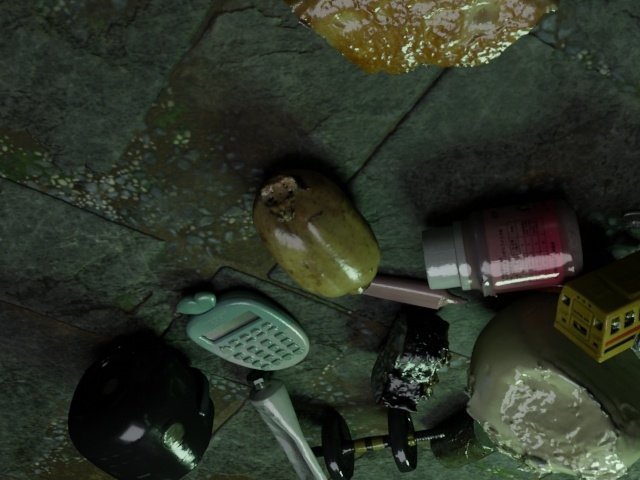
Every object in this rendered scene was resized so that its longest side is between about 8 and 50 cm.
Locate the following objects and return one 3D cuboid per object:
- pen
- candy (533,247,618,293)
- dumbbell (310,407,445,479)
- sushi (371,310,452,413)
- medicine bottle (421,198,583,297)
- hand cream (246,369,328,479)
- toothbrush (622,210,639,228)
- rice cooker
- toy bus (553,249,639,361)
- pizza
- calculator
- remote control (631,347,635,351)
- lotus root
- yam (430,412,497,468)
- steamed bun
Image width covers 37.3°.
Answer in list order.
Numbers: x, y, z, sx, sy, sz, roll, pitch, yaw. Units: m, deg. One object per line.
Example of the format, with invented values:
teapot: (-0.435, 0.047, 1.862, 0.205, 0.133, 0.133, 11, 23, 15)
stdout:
pen: (0.172, 0.094, 1.720, 0.197, 0.032, 0.053, 11, 136, -7)
candy: (0.418, 0.053, 1.627, 0.292, 0.086, 0.059, 2, 155, 0)
dumbbell: (0.105, 0.431, 2.012, 0.325, 0.143, 0.143, -13, 136, 15)
sushi: (0.173, 0.236, 1.793, 0.115, 0.147, 0.212, 14, 130, -7)
medicine bottle: (0.294, 0.015, 1.546, 0.247, 0.147, 0.147, -7, 137, 10)
hand cream: (-0.060, 0.409, 1.966, 0.121, 0.076, 0.336, 6, 127, 55)
toothbrush: (0.653, -0.025, 1.574, 0.307, 0.030, 0.025, 4, 130, -3)
rice cooker: (-0.350, 0.331, 1.842, 0.267, 0.267, 0.224, -23, 126, 25)
toy bus: (0.542, 0.078, 1.533, 0.335, 0.121, 0.123, -21, 127, -22)
pizza: (0.130, -0.302, 1.248, 0.365, 0.074, 0.182, -4, 136, 5)
calculator: (-0.146, 0.168, 1.804, 0.184, 0.042, 0.295, -29, 133, 29)
remote control: (0.622, 0.175, 1.798, 0.067, 0.029, 0.261, 34, 129, -31)
lotus root: (0.000, 0.000, 1.537, 0.160, 0.146, 0.284, -4, 144, 33)
yam: (0.314, 0.427, 2.034, 0.107, 0.107, 0.183, 26, 136, -25)
steamed bun: (0.415, 0.265, 1.677, 0.334, 0.312, 0.233, 48, 121, 10)
